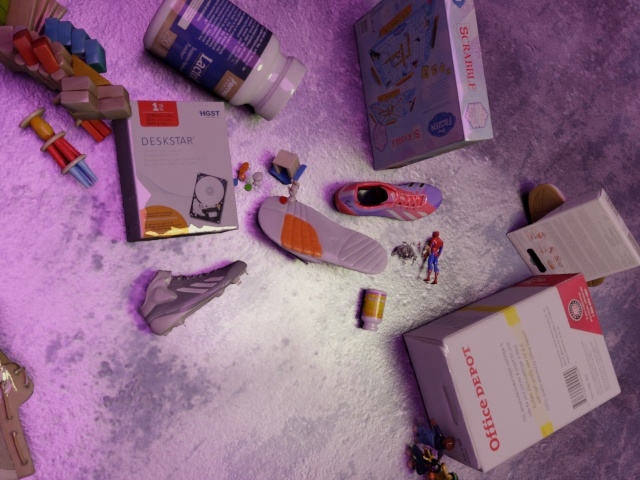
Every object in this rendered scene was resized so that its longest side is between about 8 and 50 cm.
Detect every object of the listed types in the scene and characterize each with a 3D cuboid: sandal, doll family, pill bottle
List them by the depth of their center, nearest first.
[{"bbox_3d":[-0.168,-0.339,1.147,0.265,0.153,0.153,32,75,-17],"label":"pill bottle"},{"bbox_3d":[-0.003,0.009,1.227,0.265,0.076,0.101,25,61,-5],"label":"sandal"},{"bbox_3d":[0.234,0.457,1.284,0.076,0.111,0.192,-23,95,-22],"label":"doll family"},{"bbox_3d":[0.107,0.141,1.289,0.043,0.043,0.083,14,81,-21],"label":"pill bottle"}]

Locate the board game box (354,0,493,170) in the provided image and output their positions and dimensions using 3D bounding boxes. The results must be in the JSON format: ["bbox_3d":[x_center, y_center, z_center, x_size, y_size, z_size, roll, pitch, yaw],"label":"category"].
[{"bbox_3d":[0.180,-0.313,1.202,0.066,0.319,0.317,-8,90,-23],"label":"board game box"}]

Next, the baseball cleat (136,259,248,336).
[{"bbox_3d":[-0.230,0.077,1.139,0.206,0.072,0.109,-39,95,-24],"label":"baseball cleat"}]

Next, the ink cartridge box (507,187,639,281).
[{"bbox_3d":[0.559,0.006,1.410,0.181,0.225,0.056,54,45,-11],"label":"ink cartridge box"}]

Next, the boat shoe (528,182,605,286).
[{"bbox_3d":[0.575,-0.025,1.475,0.096,0.098,0.277,-44,107,-40],"label":"boat shoe"}]

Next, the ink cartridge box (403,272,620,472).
[{"bbox_3d":[0.400,0.260,1.340,0.385,0.160,0.279,-19,94,-23],"label":"ink cartridge box"}]

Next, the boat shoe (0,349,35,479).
[{"bbox_3d":[-0.503,0.233,0.999,0.098,0.109,0.302,-6,94,-28],"label":"boat shoe"}]

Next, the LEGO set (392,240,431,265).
[{"bbox_3d":[0.192,0.020,1.332,0.083,0.023,0.054,-29,74,-13],"label":"LEGO set"}]

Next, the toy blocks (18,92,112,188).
[{"bbox_3d":[-0.412,-0.174,1.088,0.123,0.054,0.148,-45,105,-21],"label":"toy blocks"}]

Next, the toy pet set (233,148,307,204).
[{"bbox_3d":[-0.087,-0.115,1.220,0.122,0.065,0.114,23,67,20],"label":"toy pet set"}]

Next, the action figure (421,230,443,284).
[{"bbox_3d":[0.240,0.034,1.360,0.038,0.030,0.115,20,74,-26],"label":"action figure"}]

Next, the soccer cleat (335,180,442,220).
[{"bbox_3d":[0.150,-0.084,1.294,0.248,0.095,0.082,0,86,-22],"label":"soccer cleat"}]

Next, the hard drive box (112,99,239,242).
[{"bbox_3d":[-0.254,-0.121,1.121,0.181,0.089,0.232,-8,89,-31],"label":"hard drive box"}]

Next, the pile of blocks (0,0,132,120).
[{"bbox_3d":[-0.447,-0.322,0.993,0.362,0.112,0.148,32,83,2],"label":"pile of blocks"}]
